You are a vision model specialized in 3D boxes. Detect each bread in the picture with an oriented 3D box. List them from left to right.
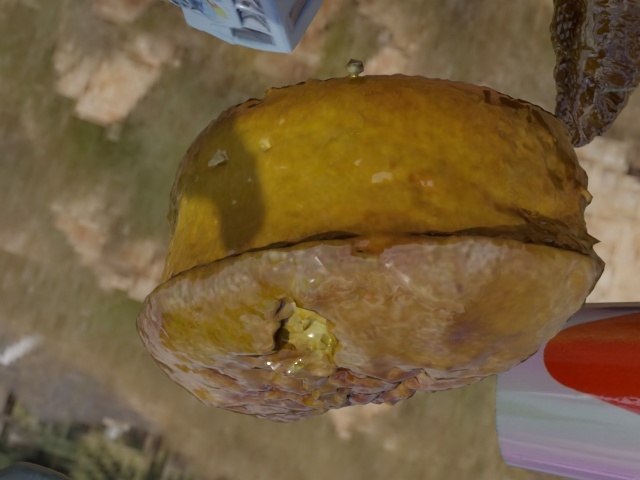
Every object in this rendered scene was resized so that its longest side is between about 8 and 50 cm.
[{"bbox_3d":[0.000,0.000,1.097,0.179,0.194,0.340,25,151,-35],"label":"bread"},{"bbox_3d":[0.223,-0.187,1.329,0.076,0.233,0.105,0,-166,-17],"label":"bread"}]

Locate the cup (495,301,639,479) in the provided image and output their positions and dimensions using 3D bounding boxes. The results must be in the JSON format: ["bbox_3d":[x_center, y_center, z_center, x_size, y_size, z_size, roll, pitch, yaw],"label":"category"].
[{"bbox_3d":[0.291,0.123,1.324,0.288,0.203,0.203,3,154,23],"label":"cup"}]

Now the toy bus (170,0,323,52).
[{"bbox_3d":[-0.083,-0.275,1.519,0.136,0.109,0.329,25,168,15],"label":"toy bus"}]

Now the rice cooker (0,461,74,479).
[{"bbox_3d":[-0.241,0.294,1.157,0.264,0.316,0.316,24,156,-8],"label":"rice cooker"}]
